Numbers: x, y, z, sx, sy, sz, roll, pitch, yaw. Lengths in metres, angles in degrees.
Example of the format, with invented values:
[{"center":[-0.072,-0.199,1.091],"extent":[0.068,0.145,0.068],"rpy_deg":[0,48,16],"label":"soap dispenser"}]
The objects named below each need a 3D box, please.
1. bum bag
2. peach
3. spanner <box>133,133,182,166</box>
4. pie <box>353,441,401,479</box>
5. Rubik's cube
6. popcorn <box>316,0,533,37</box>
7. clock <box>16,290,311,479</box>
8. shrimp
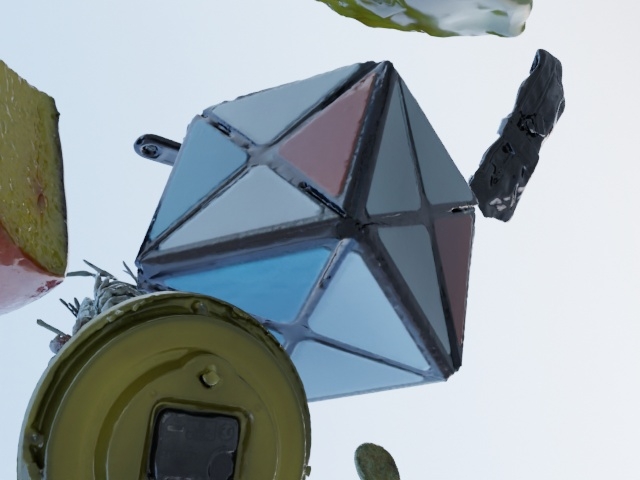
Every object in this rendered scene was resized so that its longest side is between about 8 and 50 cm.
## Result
[{"center":[0.324,-0.162,1.869],"extent":[0.310,0.074,0.137],"rpy_deg":[-60,-40,-17],"label":"bum bag"},{"center":[-0.447,-0.071,1.273],"extent":[0.242,0.380,0.306],"rpy_deg":[28,-103,-66],"label":"peach"},{"center":[-0.090,-0.072,1.473],"extent":[0.316,0.087,0.024],"rpy_deg":[17,-130,-25],"label":"spanner"},{"center":[0.073,0.305,1.553],"extent":[0.084,0.021,0.084],"rpy_deg":[32,-147,-24],"label":"pie"},{"center":[0.000,0.000,1.183],"extent":[0.248,0.246,0.250],"rpy_deg":[55,-146,-36],"label":"Rubik's cube"},{"center":[0.043,-0.265,0.757],"extent":[0.276,0.276,0.225],"rpy_deg":[28,-132,-41],"label":"popcorn"},{"center":[-0.096,0.152,0.827],"extent":[0.237,0.057,0.237],"rpy_deg":[0,-91,-32],"label":"clock"},{"center":[-0.347,0.129,1.868],"extent":[0.166,0.221,0.410],"rpy_deg":[44,-173,-20],"label":"shrimp"}]
